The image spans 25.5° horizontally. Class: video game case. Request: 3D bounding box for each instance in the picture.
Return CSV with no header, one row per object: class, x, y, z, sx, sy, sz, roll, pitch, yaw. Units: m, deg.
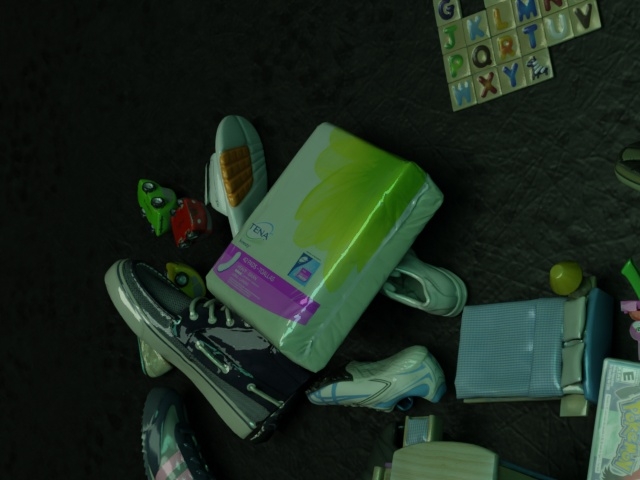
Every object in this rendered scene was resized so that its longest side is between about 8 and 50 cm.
video game case,0.401,0.247,1.614,0.183,0.023,0.201,9,93,21

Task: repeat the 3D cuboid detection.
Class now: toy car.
toy car,-0.222,-0.018,2.166,0.225,0.053,0.239,56,148,41

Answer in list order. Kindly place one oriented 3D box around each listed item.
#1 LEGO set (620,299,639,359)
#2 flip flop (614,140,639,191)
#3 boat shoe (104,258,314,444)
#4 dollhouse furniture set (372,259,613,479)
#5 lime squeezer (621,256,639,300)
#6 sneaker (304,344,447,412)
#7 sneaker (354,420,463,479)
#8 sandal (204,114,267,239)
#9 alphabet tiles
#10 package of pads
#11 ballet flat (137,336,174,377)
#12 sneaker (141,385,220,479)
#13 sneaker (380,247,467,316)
LEGO set,0.464,0.111,1.594,0.227,0.087,0.093,-2,90,34
flip flop,0.451,-0.025,1.602,0.277,0.112,0.080,32,135,33
boat shoe,-0.146,0.120,2.038,0.340,0.127,0.158,45,114,0
dollhouse furniture set,0.173,0.167,1.697,0.286,0.198,0.303,-5,68,38
lime squeezer,0.443,0.142,1.546,0.310,0.059,0.110,32,103,5
sneaker,0.070,0.202,1.924,0.237,0.085,0.086,-16,104,45
sneaker,0.167,0.322,1.826,0.286,0.109,0.130,22,96,36
sandal,-0.129,-0.051,2.079,0.076,0.102,0.265,-13,82,36
alphabet tiles,0.250,-0.294,1.828,0.237,0.009,0.198,-17,78,39
package of pads,0.000,0.000,1.883,0.296,0.101,0.229,-53,37,-3
ballet flat,-0.268,0.133,2.234,0.052,0.057,0.168,-18,80,10
sneaker,-0.184,0.370,2.129,0.131,0.112,0.319,-12,84,22
sneaker,0.092,0.043,1.897,0.212,0.094,0.080,22,104,38
